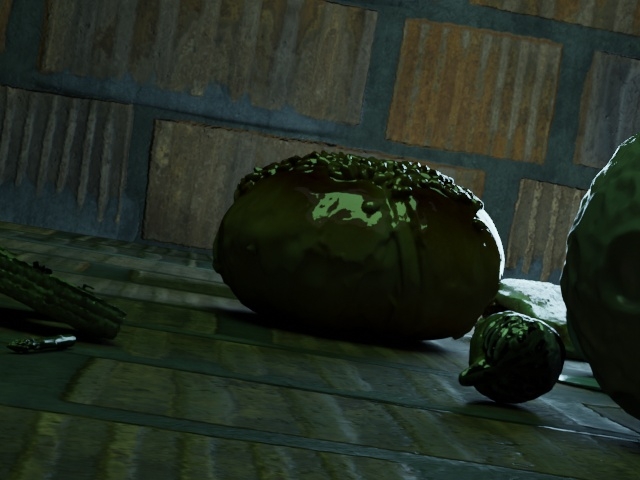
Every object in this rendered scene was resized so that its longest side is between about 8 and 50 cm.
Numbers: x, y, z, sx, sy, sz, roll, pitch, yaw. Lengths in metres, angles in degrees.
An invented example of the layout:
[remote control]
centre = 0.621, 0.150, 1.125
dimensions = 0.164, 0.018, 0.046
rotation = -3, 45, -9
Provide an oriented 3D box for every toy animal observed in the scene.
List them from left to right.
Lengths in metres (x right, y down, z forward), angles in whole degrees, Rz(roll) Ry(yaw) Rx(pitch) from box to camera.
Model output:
[toy animal]
centre = 0.193, 0.122, 1.566
dimensions = 0.098, 0.098, 0.137
rotation = 10, 15, 20

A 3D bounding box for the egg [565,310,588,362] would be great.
[egg]
centre = 0.424, 0.105, 2.130
dimensions = 0.168, 0.168, 0.231
rotation = 10, 0, 28

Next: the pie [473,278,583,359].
[pie]
centre = 0.367, 0.133, 2.447
dimensions = 0.274, 0.105, 0.257
rotation = 5, 19, -43

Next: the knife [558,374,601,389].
[knife]
centre = 0.435, 0.183, 1.887
dimensions = 0.331, 0.044, 0.080
rotation = 4, 8, 7

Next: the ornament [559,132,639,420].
[ornament]
centre = 0.393, 0.040, 1.488
dimensions = 0.337, 0.337, 0.337
rotation = 9, 1, 0

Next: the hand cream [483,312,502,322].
[hand cream]
centre = 0.275, 0.137, 2.196
dimensions = 0.075, 0.052, 0.248
rotation = 8, 2, -7

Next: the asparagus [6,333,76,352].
[asparagus]
centre = -0.245, 0.091, 1.385
dimensions = 0.015, 0.014, 0.114
rotation = -25, -8, 13

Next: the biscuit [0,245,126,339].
[biscuit]
centre = -0.288, 0.047, 1.606
dimensions = 0.147, 0.046, 0.250
rotation = 27, -6, -20

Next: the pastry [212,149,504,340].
[pastry]
centre = 0.054, 0.005, 2.157
dimensions = 0.410, 0.245, 0.409
rotation = 8, 0, 0
